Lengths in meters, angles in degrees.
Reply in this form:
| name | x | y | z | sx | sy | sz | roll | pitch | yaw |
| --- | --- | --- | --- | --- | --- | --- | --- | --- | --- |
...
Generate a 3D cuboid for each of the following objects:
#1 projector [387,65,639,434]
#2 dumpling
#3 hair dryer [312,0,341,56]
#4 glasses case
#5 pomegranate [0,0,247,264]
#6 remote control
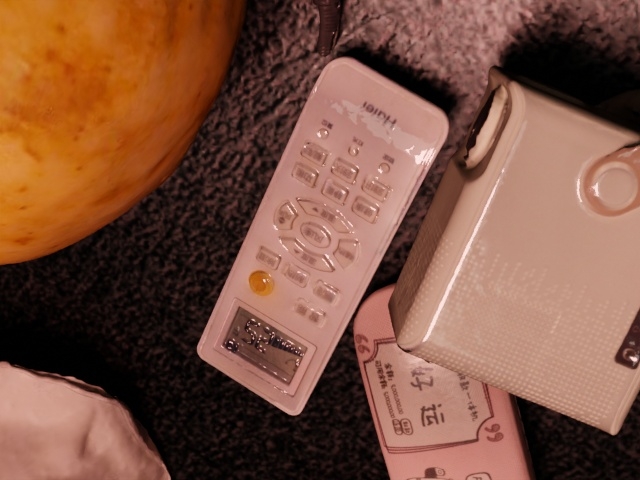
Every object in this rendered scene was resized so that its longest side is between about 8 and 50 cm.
| name | x | y | z | sx | sy | sz | roll | pitch | yaw |
| --- | --- | --- | --- | --- | --- | --- | --- | --- | --- |
| projector | 0.173 | -0.008 | 0.901 | 0.177 | 0.163 | 0.242 | 22 | 104 | -6 |
| dumpling | -0.269 | 0.245 | 1.139 | 0.260 | 0.181 | 0.341 | -27 | 102 | 2 |
| hair dryer | -0.029 | -0.238 | 0.934 | 0.195 | 0.075 | 0.219 | 2 | 121 | 24 |
| glasses case | 0.114 | 0.175 | 1.061 | 0.122 | 0.075 | 0.314 | -11 | 109 | 14 |
| pomegranate | -0.236 | -0.187 | 0.849 | 0.410 | 0.410 | 0.410 | 5 | 114 | 12 |
| remote control | 0.000 | 0.000 | 1.031 | 0.109 | 0.055 | 0.313 | 31 | 121 | 8 |
